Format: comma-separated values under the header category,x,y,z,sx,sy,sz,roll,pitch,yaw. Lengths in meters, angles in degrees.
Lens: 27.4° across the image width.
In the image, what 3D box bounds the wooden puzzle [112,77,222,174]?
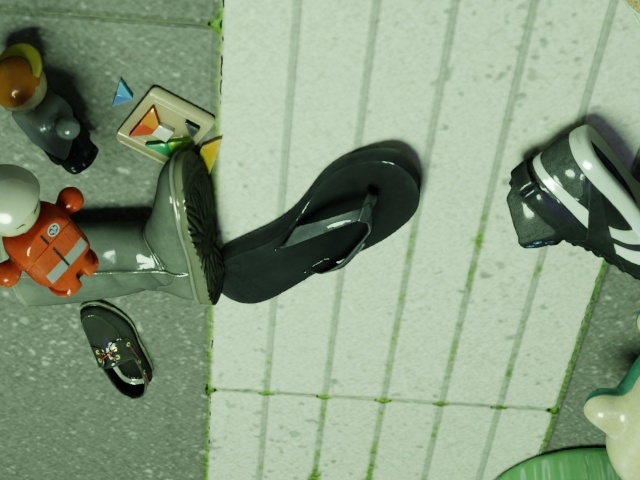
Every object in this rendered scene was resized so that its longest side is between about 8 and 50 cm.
category,x,y,z,sx,sy,sz,roll,pitch,yaw
wooden puzzle,-0.142,-0.101,1.207,0.116,0.014,0.078,21,131,-18

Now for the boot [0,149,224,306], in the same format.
category,x,y,z,sx,sy,sz,roll,pitch,yaw
boot,-0.207,-0.007,1.263,0.208,0.076,0.190,6,126,14

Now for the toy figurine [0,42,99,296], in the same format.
category,x,y,z,sx,sy,sz,roll,pitch,yaw
toy figurine,-0.304,-0.047,1.126,0.213,0.210,0.148,-13,144,14

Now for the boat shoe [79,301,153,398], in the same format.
category,x,y,z,sx,sy,sz,roll,pitch,yaw
boat shoe,-0.219,0.118,1.406,0.048,0.042,0.133,-12,132,16

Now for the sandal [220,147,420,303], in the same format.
category,x,y,z,sx,sy,sz,roll,pitch,yaw
sandal,0.000,0.001,1.275,0.097,0.054,0.254,35,126,-29

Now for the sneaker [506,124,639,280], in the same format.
category,x,y,z,sx,sy,sz,roll,pitch,yaw
sneaker,0.257,-0.010,1.254,0.121,0.079,0.217,-27,120,29

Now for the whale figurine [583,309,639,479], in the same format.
category,x,y,z,sx,sy,sz,roll,pitch,yaw
whale figurine,0.379,0.146,1.359,0.216,0.141,0.272,-8,129,9

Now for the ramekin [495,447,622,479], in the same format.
category,x,y,z,sx,sy,sz,roll,pitch,yaw
ramekin,0.324,0.385,1.583,0.303,0.148,0.303,1,135,1

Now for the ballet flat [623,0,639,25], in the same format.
category,x,y,z,sx,sy,sz,roll,pitch,yaw
ballet flat,0.303,-0.188,1.079,0.206,0.073,0.067,24,145,-16
